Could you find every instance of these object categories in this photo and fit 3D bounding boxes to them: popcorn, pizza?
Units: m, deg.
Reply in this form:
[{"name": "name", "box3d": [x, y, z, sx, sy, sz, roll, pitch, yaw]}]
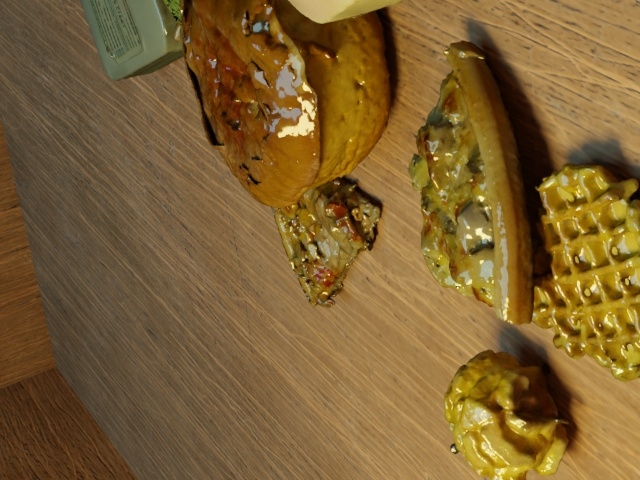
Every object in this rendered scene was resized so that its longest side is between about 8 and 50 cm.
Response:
[{"name": "popcorn", "box3d": [0.224, 0.215, 1.537, 0.152, 0.148, 0.167, -34, 95, 31]}, {"name": "pizza", "box3d": [0.000, 0.000, 1.913, 0.287, 0.074, 0.251, 37, 143, 52]}, {"name": "pizza", "box3d": [0.159, -0.051, 1.454, 0.223, 0.089, 0.324, 140, 123, -70]}]

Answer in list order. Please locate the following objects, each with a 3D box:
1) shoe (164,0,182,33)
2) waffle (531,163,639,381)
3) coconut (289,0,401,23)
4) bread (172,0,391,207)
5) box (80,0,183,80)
[{"name": "shoe", "box3d": [-0.143, -0.316, 1.895, 0.140, 0.128, 0.262, 61, -175, 38]}, {"name": "waffle", "box3d": [0.283, 0.024, 1.353, 0.249, 0.056, 0.253, 37, 143, 50]}, {"name": "coconut", "box3d": [0.016, -0.364, 1.368, 0.259, 0.259, 0.259, 46, 147, 42]}, {"name": "bread", "box3d": [-0.049, -0.230, 1.675, 0.337, 0.204, 0.358, 62, 159, 9]}, {"name": "box", "box3d": [-0.336, -0.485, 2.181, 0.396, 0.111, 0.396, -3, 106, 65]}]
